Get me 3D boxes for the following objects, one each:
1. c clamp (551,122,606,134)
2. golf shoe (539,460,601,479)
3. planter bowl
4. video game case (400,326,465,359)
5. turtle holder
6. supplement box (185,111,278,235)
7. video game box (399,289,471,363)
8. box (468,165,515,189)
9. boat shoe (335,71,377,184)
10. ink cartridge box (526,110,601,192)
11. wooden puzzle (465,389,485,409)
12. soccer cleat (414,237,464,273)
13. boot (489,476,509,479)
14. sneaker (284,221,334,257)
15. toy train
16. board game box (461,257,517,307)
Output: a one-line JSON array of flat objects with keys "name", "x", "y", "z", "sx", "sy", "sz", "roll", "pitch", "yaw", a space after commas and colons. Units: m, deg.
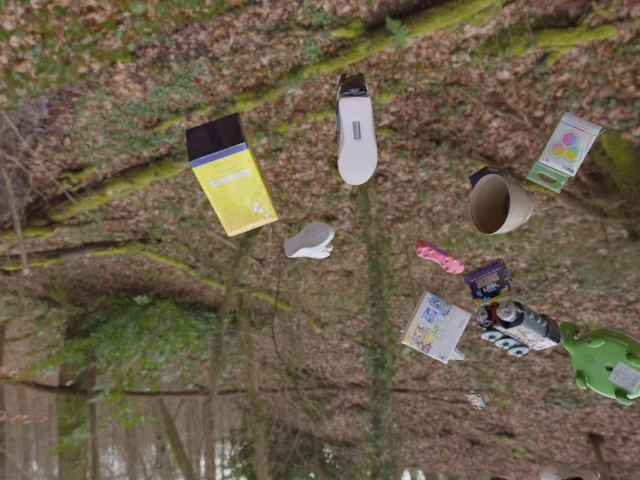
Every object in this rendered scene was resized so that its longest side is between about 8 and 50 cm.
[{"name": "c clamp", "x": 0.926, "y": -0.396, "z": 1.876, "sx": 0.022, "sy": 0.160, "sz": 0.137, "roll": 8, "pitch": 130, "yaw": -43}, {"name": "golf shoe", "x": 0.672, "y": 0.654, "z": 1.422, "sx": 0.086, "sy": 0.069, "sz": 0.176, "roll": -7, "pitch": 165, "yaw": -39}, {"name": "planter bowl", "x": 0.494, "y": -0.094, "z": 1.385, "sx": 0.109, "sy": 0.161, "sz": 0.162, "roll": 2, "pitch": 164, "yaw": -22}, {"name": "video game case", "x": 0.469, "y": 0.431, "z": 2.179, "sx": 0.026, "sy": 0.206, "sz": 0.227, "roll": -53, "pitch": -171, "yaw": -21}, {"name": "turtle holder", "x": 1.041, "y": 0.430, "z": 1.888, "sx": 0.321, "sy": 0.243, "sz": 0.228, "roll": -3, "pitch": -169, "yaw": 44}, {"name": "supplement box", "x": -0.299, "y": -0.221, "z": 1.782, "sx": 0.196, "sy": 0.194, "sz": 0.356, "roll": -19, "pitch": 137, "yaw": 0}, {"name": "video game box", "x": 0.409, "y": 0.308, "z": 1.845, "sx": 0.187, "sy": 0.205, "sz": 0.048, "roll": 27, "pitch": 180, "yaw": -10}, {"name": "box", "x": 0.671, "y": -0.189, "z": 1.974, "sx": 0.156, "sy": 0.158, "sz": 0.093, "roll": 2, "pitch": 154, "yaw": -35}, {"name": "boat shoe", "x": 0.110, "y": -0.346, "z": 1.583, "sx": 0.127, "sy": 0.158, "sz": 0.340, "roll": 0, "pitch": 134, "yaw": 1}, {"name": "ink cartridge box", "x": 0.696, "y": -0.252, "z": 1.489, "sx": 0.109, "sy": 0.209, "sz": 0.062, "roll": 27, "pitch": -166, "yaw": 8}, {"name": "wooden puzzle", "x": 0.493, "y": 0.506, "z": 1.641, "sx": 0.049, "sy": 0.083, "sz": 0.006, "roll": -15, "pitch": -160, "yaw": 48}, {"name": "soccer cleat", "x": 0.526, "y": 0.065, "z": 2.280, "sx": 0.248, "sy": 0.095, "sz": 0.083, "roll": 24, "pitch": 123, "yaw": -13}, {"name": "boot", "x": 0.720, "y": 0.981, "z": 1.959, "sx": 0.106, "sy": 0.082, "sz": 0.219, "roll": -45, "pitch": -155, "yaw": -28}, {"name": "sneaker", "x": 0.000, "y": 0.000, "z": 2.129, "sx": 0.169, "sy": 0.107, "sz": 0.293, "roll": 5, "pitch": 161, "yaw": -37}, {"name": "toy train", "x": 0.714, "y": 0.310, "z": 1.872, "sx": 0.334, "sy": 0.142, "sz": 0.190, "roll": 29, "pitch": 138, "yaw": -31}, {"name": "board game box", "x": 0.666, "y": 0.168, "z": 2.046, "sx": 0.171, "sy": 0.140, "sz": 0.048, "roll": -26, "pitch": -176, "yaw": 5}]
